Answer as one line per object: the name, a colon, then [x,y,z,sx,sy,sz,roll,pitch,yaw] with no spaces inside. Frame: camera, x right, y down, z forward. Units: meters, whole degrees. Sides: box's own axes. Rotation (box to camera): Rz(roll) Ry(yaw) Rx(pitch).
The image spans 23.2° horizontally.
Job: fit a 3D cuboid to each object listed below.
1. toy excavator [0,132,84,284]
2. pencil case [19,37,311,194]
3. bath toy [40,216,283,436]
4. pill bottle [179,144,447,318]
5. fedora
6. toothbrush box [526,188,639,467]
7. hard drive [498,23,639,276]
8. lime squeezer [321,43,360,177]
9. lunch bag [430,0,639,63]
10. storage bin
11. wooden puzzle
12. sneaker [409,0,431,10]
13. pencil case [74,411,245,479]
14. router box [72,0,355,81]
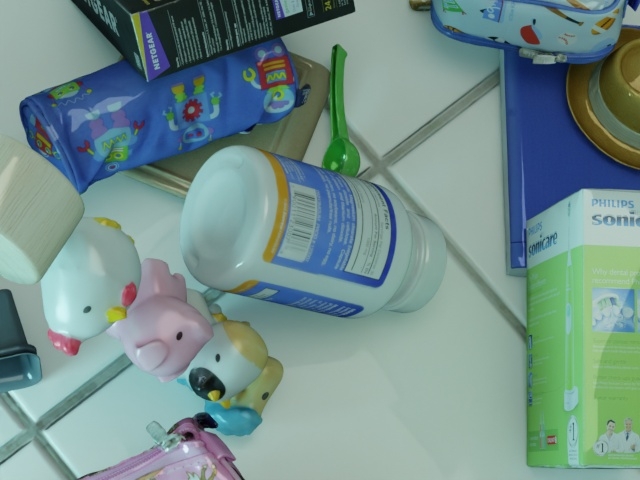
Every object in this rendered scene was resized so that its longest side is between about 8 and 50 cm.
toy excavator: [-0.437,-0.044,1.488,0.433,0.445,0.222,30,69,2]
pencil case: [-0.170,-0.146,1.697,0.306,0.133,0.119,-23,34,-20]
bath toy: [-0.160,0.092,1.543,0.151,0.348,0.129,-1,68,26]
pill bottle: [0.000,0.000,1.656,0.272,0.152,0.152,15,65,-39]
fedora: [0.387,-0.176,1.817,0.194,0.079,0.194,3,71,-9]
toothbrush box: [0.302,0.102,1.659,0.122,0.206,0.283,1,81,-8]
hard drive: [0.321,-0.109,1.848,0.210,0.040,0.319,3,70,-8]
lime squeezer: [-0.016,-0.083,1.756,0.110,0.059,0.310,51,58,-27]
lunch bag: [0.265,-0.341,1.842,0.243,0.115,0.303,11,56,7]
storage bin: [-0.371,0.106,1.640,0.135,0.098,0.091,-12,63,-13]
wooden puzzle: [-0.128,-0.144,1.793,0.238,0.044,0.221,24,69,-5]
sneaker: [0.149,-0.300,1.893,0.083,0.032,0.037,3,71,-9]
pencil case: [-0.252,0.309,1.525,0.386,0.160,0.167,-24,88,-8]
router box: [-0.136,-0.296,1.723,0.243,0.081,0.309,-20,32,-15]
